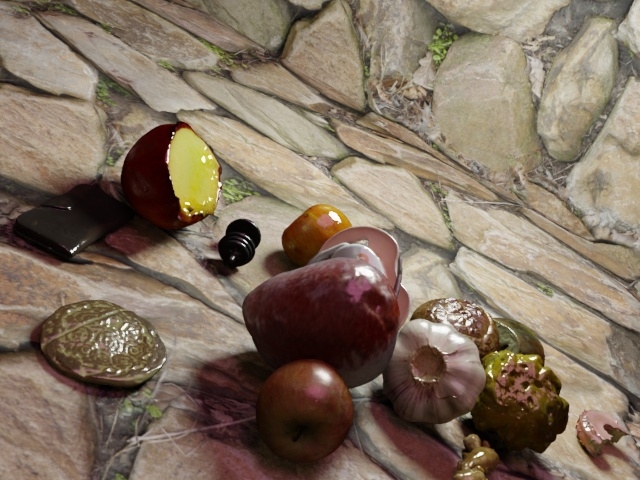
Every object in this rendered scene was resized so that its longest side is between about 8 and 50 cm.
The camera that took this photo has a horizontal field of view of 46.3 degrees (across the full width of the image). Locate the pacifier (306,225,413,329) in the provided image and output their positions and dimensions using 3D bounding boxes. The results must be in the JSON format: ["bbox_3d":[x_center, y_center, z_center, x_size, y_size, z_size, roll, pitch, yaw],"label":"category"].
[{"bbox_3d":[0.107,0.121,1.905,0.273,0.220,0.332,11,55,-35],"label":"pacifier"}]

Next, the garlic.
[{"bbox_3d":[0.269,0.315,1.760,0.245,0.245,0.253,40,-4,25],"label":"garlic"}]

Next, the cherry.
[{"bbox_3d":[0.019,0.181,1.634,0.326,0.335,0.291,34,47,-63],"label":"cherry"}]

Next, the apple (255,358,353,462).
[{"bbox_3d":[-0.030,0.322,1.436,0.188,0.188,0.174,22,20,-11],"label":"apple"}]

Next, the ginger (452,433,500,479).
[{"bbox_3d":[0.341,0.499,1.614,0.176,0.052,0.193,10,31,-42],"label":"ginger"}]

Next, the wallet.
[{"bbox_3d":[-0.579,-0.053,1.783,0.165,0.042,0.309,31,26,4],"label":"wallet"}]

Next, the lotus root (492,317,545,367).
[{"bbox_3d":[0.520,0.296,2.089,0.119,0.138,0.235,20,19,-38],"label":"lotus root"}]

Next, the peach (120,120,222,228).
[{"bbox_3d":[-0.400,-0.143,1.949,0.257,0.201,0.361,56,21,-38],"label":"peach"}]

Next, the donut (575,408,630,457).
[{"bbox_3d":[0.724,0.497,1.965,0.166,0.065,0.117,3,36,-42],"label":"donut"}]

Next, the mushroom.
[{"bbox_3d":[0.354,0.250,1.987,0.253,0.153,0.253,13,33,-8],"label":"mushroom"}]

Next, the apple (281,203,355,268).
[{"bbox_3d":[0.000,0.000,2.066,0.196,0.196,0.196,22,26,-11],"label":"apple"}]

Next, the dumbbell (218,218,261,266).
[{"bbox_3d":[-0.210,0.004,1.957,0.099,0.099,0.208,25,27,-5],"label":"dumbbell"}]

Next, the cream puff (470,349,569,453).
[{"bbox_3d":[0.465,0.382,1.781,0.244,0.244,0.196,7,-13,-34],"label":"cream puff"}]

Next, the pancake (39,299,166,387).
[{"bbox_3d":[-0.419,0.201,1.471,0.250,0.031,0.250,21,26,-11],"label":"pancake"}]
